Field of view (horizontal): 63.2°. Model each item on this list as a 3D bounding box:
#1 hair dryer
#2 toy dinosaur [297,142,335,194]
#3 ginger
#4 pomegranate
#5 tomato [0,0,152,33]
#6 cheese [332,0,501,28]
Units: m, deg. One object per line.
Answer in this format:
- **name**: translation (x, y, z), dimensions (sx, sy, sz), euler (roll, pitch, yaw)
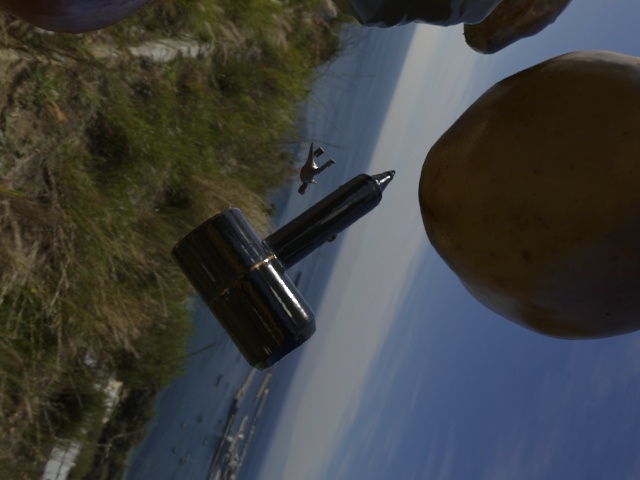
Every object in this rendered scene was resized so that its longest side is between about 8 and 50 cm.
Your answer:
- **hair dryer**: translation (0.000, 0.000, 0.701), dimensions (0.352, 0.189, 0.107), euler (-35, 179, -28)
- **toy dinosaur**: translation (-0.033, -0.169, 1.244), dimensions (0.126, 0.039, 0.162), euler (-45, 160, 12)
- **ginger**: translation (0.273, -0.448, 0.825), dimensions (0.244, 0.304, 0.155), euler (-54, -146, 23)
- **pomegranate**: translation (0.249, -0.042, 0.538), dimensions (0.307, 0.307, 0.307), euler (19, 90, -88)
- **tomato**: translation (-0.270, -0.310, 0.486), dimensions (0.309, 0.309, 0.170), euler (102, 5, -72)
- **cheese**: translation (0.114, -0.308, 0.419), dimensions (0.318, 0.115, 0.326), euler (-42, 157, -6)
